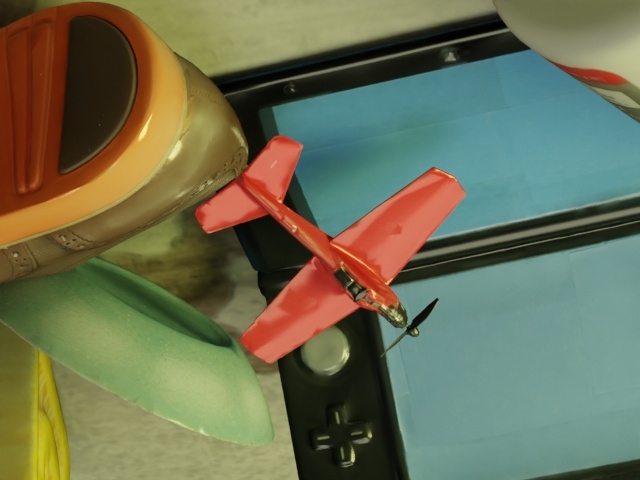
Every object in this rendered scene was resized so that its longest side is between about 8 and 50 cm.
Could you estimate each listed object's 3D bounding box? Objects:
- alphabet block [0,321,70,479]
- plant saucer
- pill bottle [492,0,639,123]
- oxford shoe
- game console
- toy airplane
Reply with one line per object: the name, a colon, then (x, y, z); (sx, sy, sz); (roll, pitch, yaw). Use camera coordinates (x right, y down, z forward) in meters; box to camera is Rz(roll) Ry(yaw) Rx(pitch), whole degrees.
alphabet block: (-0.256, 0.167, 1.194); (0.197, 0.193, 0.192); (-4, 147, -3)
plant saucer: (-0.102, 0.048, 1.093); (0.195, 0.195, 0.037); (26, 98, -37)
pill bottle: (0.220, -0.099, 0.902); (0.161, 0.161, 0.283); (-31, 138, 32)
oxford shoe: (-0.207, -0.005, 1.016); (0.364, 0.130, 0.133); (-15, 158, 23)
game console: (0.101, 0.024, 1.067); (0.293, 0.250, 0.173); (-12, 172, 10)
toy airplane: (0.000, 0.000, 1.033); (0.151, 0.028, 0.151); (1, 113, 2)
